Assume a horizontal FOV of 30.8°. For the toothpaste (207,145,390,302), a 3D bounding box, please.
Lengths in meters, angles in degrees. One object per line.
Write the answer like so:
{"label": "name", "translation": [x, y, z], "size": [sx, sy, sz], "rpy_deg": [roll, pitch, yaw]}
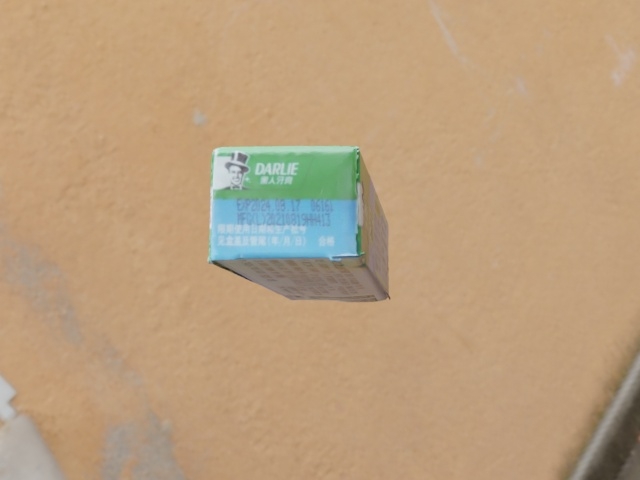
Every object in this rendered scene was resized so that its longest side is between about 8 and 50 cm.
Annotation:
{"label": "toothpaste", "translation": [0.000, 0.000, 0.596], "size": [0.065, 0.050, 0.267], "rpy_deg": [2, -6, 6]}
